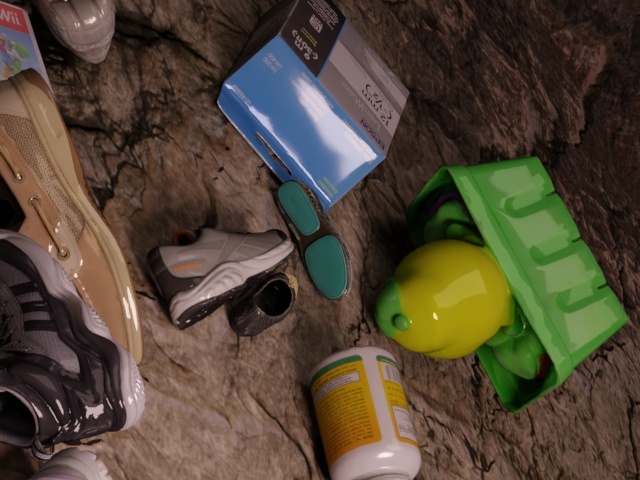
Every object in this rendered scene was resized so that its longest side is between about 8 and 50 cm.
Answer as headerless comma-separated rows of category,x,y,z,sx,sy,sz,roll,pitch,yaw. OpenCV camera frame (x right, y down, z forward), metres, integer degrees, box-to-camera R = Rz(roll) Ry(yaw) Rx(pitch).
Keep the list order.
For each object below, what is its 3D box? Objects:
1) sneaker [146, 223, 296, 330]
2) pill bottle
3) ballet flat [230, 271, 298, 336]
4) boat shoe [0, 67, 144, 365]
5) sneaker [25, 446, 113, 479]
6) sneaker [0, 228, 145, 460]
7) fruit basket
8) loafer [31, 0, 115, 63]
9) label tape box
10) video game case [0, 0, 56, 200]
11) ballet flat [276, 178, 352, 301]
sneaker,-0.119,0.019,2.007,0.108,0.100,0.271,54,27,5
pill bottle,0.060,0.247,2.031,0.117,0.117,0.208,26,40,-45
ballet flat,-0.062,0.080,2.084,0.057,0.049,0.173,56,27,-4
boat shoe,-0.291,-0.009,1.750,0.341,0.110,0.121,68,-17,-6
sneaker,-0.218,0.321,1.528,0.252,0.103,0.111,54,27,13
sneaker,-0.305,0.101,1.603,0.268,0.101,0.153,46,44,19
fruit basket,0.224,0.082,2.409,0.392,0.283,0.392,4,71,-12
loafer,-0.342,-0.357,2.058,0.111,0.112,0.319,87,-18,-57
label tape box,-0.005,-0.213,2.425,0.249,0.115,0.348,48,27,-16
video game case,-0.380,-0.169,1.859,0.204,0.025,0.285,13,50,-54
ballet flat,0.000,0.000,2.263,0.070,0.070,0.188,0,64,-59
